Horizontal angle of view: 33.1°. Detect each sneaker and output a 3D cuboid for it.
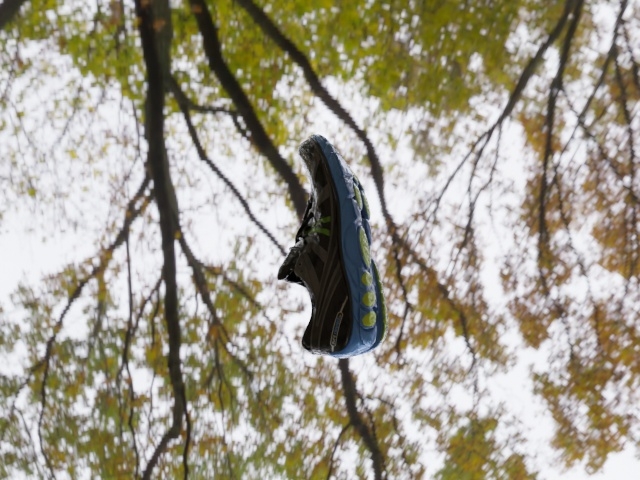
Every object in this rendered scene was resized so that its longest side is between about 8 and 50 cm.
[{"bbox_3d":[0.000,0.000,0.820,0.078,0.067,0.188,-16,-117,16],"label":"sneaker"}]
